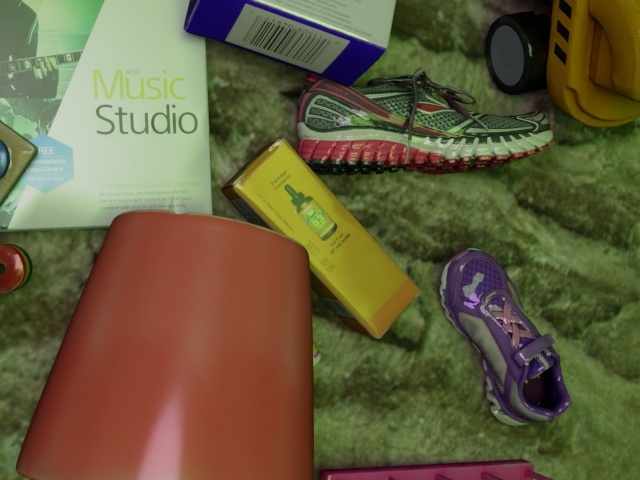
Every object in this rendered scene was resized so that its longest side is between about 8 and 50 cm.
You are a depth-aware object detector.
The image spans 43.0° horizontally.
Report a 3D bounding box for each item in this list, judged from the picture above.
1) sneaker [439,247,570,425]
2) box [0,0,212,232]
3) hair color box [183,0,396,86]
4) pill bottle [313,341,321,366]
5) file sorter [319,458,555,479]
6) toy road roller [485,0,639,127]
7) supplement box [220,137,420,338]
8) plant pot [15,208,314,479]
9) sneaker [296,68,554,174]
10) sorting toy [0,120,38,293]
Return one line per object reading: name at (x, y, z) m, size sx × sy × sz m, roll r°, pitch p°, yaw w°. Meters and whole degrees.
sneaker at (0.225, 0.116, 0.951) m, size 0.095 × 0.104 × 0.236 m, roll -28°, pitch 98°, yaw -14°
box at (-0.231, -0.171, 0.820) m, size 0.232 × 0.058 × 0.321 m, roll -3°, pitch 91°, yaw -18°
hair color box at (-0.008, -0.350, 0.829) m, size 0.185 × 0.110 × 0.338 m, roll 16°, pitch 74°, yaw -17°
pill bottle at (-0.037, 0.105, 0.896) m, size 0.043 × 0.043 × 0.083 m, roll -33°, pitch 100°, yaw -15°
file sorter at (0.160, 0.364, 0.870) m, size 0.291 × 0.182 × 0.202 m, roll 5°, pitch 89°, yaw -27°
toy road roller at (0.331, -0.283, 0.870) m, size 0.203 × 0.240 × 0.329 m, roll -13°, pitch 121°, yaw -18°
supplement box at (0.000, 0.000, 0.890) m, size 0.078 × 0.080 × 0.233 m, roll -45°, pitch 105°, yaw -13°
plant pot at (-0.123, 0.113, 0.769) m, size 0.275 × 0.275 × 0.243 m, roll 12°, pitch 76°, yaw -18°
sneaker at (0.123, -0.133, 0.904) m, size 0.299 × 0.121 × 0.112 m, roll -1°, pitch 88°, yaw -17°
sorting toy at (-0.363, -0.075, 0.743) m, size 0.274 × 0.046 × 0.132 m, roll 36°, pitch 92°, yaw -1°
